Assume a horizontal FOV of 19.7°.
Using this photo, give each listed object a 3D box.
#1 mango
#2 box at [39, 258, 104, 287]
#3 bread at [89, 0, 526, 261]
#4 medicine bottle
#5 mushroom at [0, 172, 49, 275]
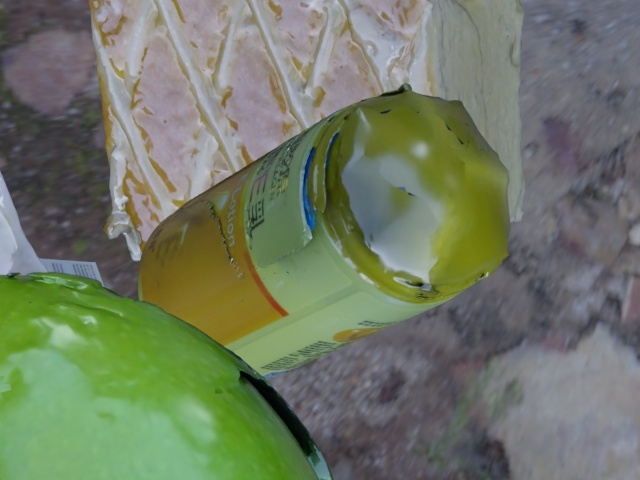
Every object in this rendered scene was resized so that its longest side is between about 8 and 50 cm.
[{"bbox_3d":[-0.040,0.121,0.361,0.125,0.111,0.233,-13,86,16],"label":"mango"},{"bbox_3d":[-0.178,0.103,1.263,0.051,0.130,0.129,5,124,-24],"label":"box"},{"bbox_3d":[-0.009,-0.162,1.793,0.371,0.279,0.390,3,105,28],"label":"bread"},{"bbox_3d":[0.000,0.000,1.013,0.239,0.124,0.124,-29,92,53],"label":"medicine bottle"},{"bbox_3d":[-0.235,0.013,0.810,0.173,0.162,0.236,-35,61,-26],"label":"mushroom"}]
